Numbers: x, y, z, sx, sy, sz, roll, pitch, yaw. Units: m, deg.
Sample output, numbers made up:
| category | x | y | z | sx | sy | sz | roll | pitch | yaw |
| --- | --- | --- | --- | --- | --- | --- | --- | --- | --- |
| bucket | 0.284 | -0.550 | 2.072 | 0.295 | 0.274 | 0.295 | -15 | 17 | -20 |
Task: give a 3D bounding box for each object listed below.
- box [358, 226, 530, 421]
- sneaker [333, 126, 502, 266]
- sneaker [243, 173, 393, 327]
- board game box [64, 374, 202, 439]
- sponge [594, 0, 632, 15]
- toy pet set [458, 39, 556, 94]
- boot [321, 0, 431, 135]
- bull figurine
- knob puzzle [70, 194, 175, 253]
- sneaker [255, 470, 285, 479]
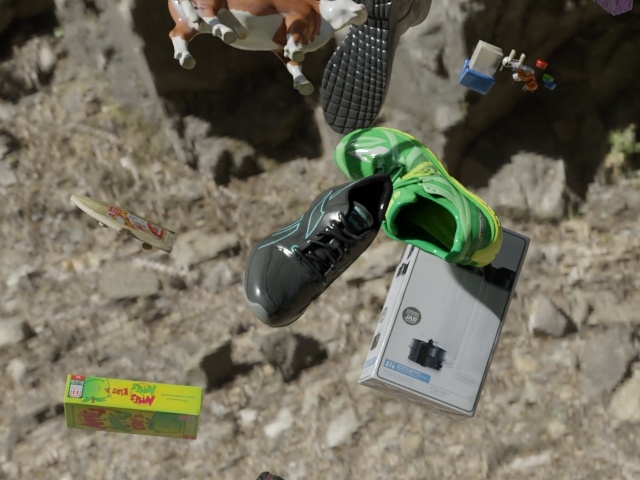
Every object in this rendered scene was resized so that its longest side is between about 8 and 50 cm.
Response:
| category | x | y | z | sx | sy | sz | roll | pitch | yaw |
| --- | --- | --- | --- | --- | --- | --- | --- | --- | --- |
| box | 0.184 | 0.103 | 1.825 | 0.169 | 0.087 | 0.290 | 23 | 74 | -5 |
| sneaker | 0.124 | -0.068 | 1.717 | 0.295 | 0.109 | 0.123 | 38 | 27 | 30 |
| sneaker | 0.000 | 0.000 | 1.495 | 0.106 | 0.101 | 0.267 | -31 | 16 | 47 |
| board game box | -0.256 | 0.230 | 1.683 | 0.181 | 0.092 | 0.043 | 6 | 59 | -5 |
| sponge | 0.304 | -0.364 | 1.365 | 0.031 | 0.210 | 0.117 | -24 | 45 | -14 |
| toy pet set | 0.256 | -0.223 | 1.703 | 0.114 | 0.065 | 0.122 | 21 | 22 | -4 |
| boot | 0.118 | -0.352 | 2.099 | 0.118 | 0.338 | 0.223 | 26 | 31 | 17 |
| bull figurine | -0.081 | -0.319 | 1.822 | 0.310 | 0.101 | 0.188 | 7 | 44 | -12 |
| knob puzzle | -0.350 | -0.028 | 2.148 | 0.213 | 0.213 | 0.030 | 35 | 101 | 50 |
| sneaker | 0.014 | 0.285 | 1.266 | 0.162 | 0.106 | 0.281 | 37 | 17 | 18 |
